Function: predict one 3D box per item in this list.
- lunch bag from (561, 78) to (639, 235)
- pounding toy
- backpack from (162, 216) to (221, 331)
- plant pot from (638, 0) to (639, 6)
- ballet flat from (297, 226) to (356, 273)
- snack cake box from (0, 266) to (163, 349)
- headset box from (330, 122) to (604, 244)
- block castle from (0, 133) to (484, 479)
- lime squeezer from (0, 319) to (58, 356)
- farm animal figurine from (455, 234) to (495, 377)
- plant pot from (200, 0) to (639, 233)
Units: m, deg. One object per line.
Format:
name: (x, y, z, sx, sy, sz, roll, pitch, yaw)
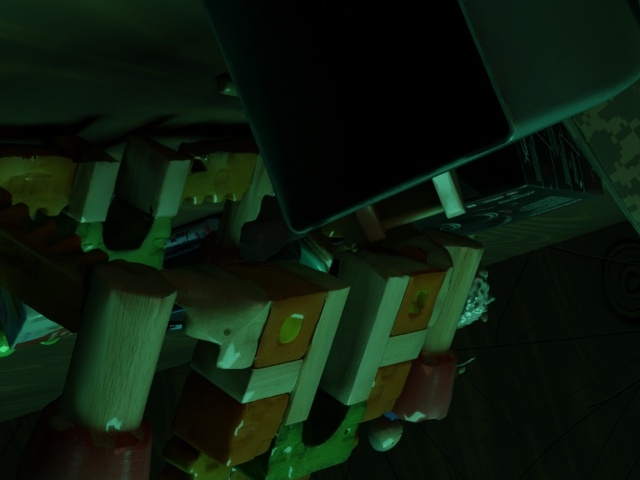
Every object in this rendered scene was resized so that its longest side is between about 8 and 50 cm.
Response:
lunch bag: (0.348, -0.130, 1.223, 0.256, 0.212, 0.305, -35, 169, 11)
pounding toy: (0.010, -0.074, 1.033, 0.155, 0.154, 0.269, -18, 172, 10)
backpack: (-0.125, 0.043, 1.736, 0.158, 0.116, 0.173, -20, 171, 23)
plant pot: (0.360, -0.185, 0.785, 0.274, 0.256, 0.256, -34, -177, -32)
ballet flat: (0.000, 0.000, 1.797, 0.124, 0.116, 0.342, -35, 177, -13)
snack cake box: (-0.274, 0.047, 1.561, 0.152, 0.089, 0.264, -16, 173, -19)
headset box: (0.157, -0.072, 1.491, 0.218, 0.110, 0.293, -17, 172, 26)
block castle: (-0.104, 0.064, 1.094, 0.303, 0.212, 0.453, 28, -160, 32)
lime squeezer: (-0.414, 0.128, 1.977, 0.310, 0.058, 0.110, -15, 172, -14)
farm animal figurine: (0.151, 0.038, 1.959, 0.172, 0.330, 0.326, -12, 143, -16)
plant pot: (0.085, -0.128, 0.814, 0.166, 0.165, 0.234, -24, 177, 44)
